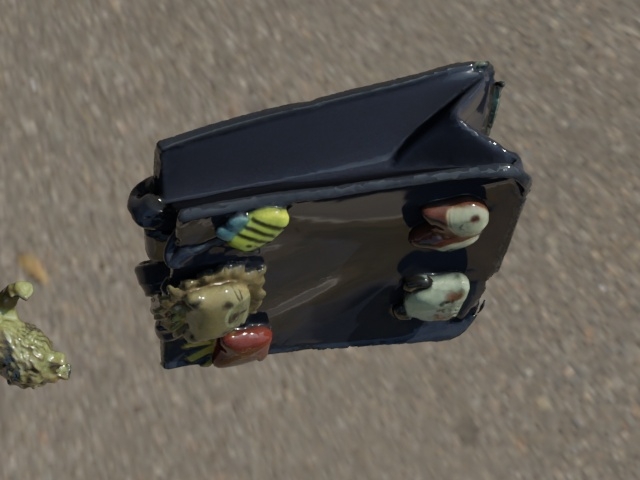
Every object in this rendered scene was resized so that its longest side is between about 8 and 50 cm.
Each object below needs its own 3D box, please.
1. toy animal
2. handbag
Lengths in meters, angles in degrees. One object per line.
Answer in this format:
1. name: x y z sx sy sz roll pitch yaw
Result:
1. toy animal: -0.282 0.037 1.516 0.069 0.086 0.220 -39 96 -23
2. handbag: 0.000 0.000 1.639 0.329 0.122 0.303 -12 153 -13
